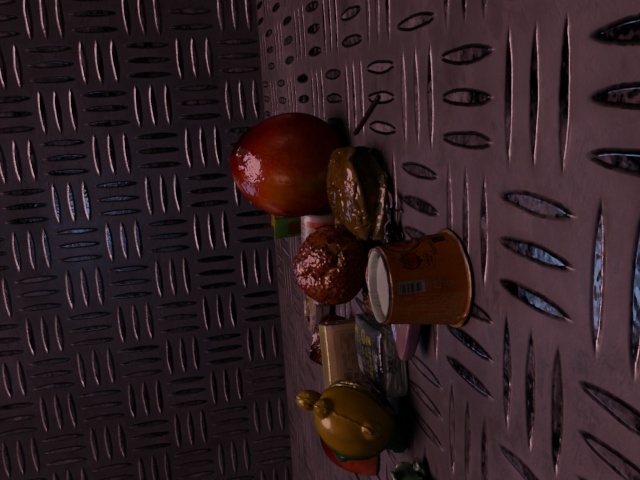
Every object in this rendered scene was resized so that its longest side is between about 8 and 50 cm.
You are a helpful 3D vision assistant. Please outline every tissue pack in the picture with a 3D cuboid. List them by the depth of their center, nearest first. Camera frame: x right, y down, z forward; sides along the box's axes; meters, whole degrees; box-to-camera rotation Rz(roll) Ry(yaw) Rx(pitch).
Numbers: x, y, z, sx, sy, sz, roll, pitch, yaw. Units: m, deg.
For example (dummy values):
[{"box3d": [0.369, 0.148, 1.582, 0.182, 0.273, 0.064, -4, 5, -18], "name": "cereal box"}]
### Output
[{"box3d": [0.168, 0.322, 1.851, 0.257, 0.081, 0.185, -156, 59, -76], "name": "tissue pack"}, {"box3d": [0.087, 0.372, 2.065, 0.125, 0.159, 0.234, 178, 85, -78], "name": "tissue pack"}]

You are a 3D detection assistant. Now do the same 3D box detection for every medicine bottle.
[{"box3d": [0.000, 0.000, 2.321, 0.144, 0.145, 0.251, -119, 24, -60], "name": "medicine bottle"}]

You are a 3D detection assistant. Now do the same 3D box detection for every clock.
[{"box3d": [-0.089, -0.145, 2.465, 0.106, 0.220, 0.255, 95, 164, -49], "name": "clock"}]

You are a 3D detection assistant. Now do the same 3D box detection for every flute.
[{"box3d": [0.129, -0.354, 1.840, 0.269, 0.014, 0.014, 130, 133, -74], "name": "flute"}]

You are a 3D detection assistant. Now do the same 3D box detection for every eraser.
[{"box3d": [0.219, 0.176, 1.595, 0.204, 0.059, 0.243, -161, 69, -76], "name": "eraser"}]

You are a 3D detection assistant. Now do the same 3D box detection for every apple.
[{"box3d": [0.084, 0.689, 2.243, 0.293, 0.163, 0.251, 164, 101, -79], "name": "apple"}]

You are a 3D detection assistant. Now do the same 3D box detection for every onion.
[{"box3d": [0.057, 0.345, 2.288, 0.218, 0.140, 0.195, -37, -44, -63], "name": "onion"}]

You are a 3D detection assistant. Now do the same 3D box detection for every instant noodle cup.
[{"box3d": [0.200, 0.088, 1.369, 0.216, 0.173, 0.215, 175, 90, -78], "name": "instant noodle cup"}]

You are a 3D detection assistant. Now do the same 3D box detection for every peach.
[{"box3d": [-0.111, -0.254, 2.155, 0.388, 0.389, 0.387, 174, 90, -78], "name": "peach"}]

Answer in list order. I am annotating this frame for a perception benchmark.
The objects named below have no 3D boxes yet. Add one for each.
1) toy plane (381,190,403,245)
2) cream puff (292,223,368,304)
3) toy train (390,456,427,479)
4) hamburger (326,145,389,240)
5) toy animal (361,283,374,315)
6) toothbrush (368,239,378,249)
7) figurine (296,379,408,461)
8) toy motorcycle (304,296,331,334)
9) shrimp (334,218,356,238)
[{"box3d": [0.184, -0.029, 1.676, 0.078, 0.054, 0.197, -101, 5, -63], "name": "toy plane"}, {"box3d": [0.026, 0.073, 1.877, 0.164, 0.240, 0.239, 8, -109, -57], "name": "cream puff"}, {"box3d": [0.257, 0.666, 1.631, 0.248, 0.101, 0.159, -136, 26, -72], "name": "toy train"}, {"box3d": [0.098, -0.133, 1.817, 0.285, 0.135, 0.265, -129, 37, -72], "name": "hamburger"}, {"box3d": [0.148, 0.144, 1.929, 0.275, 0.054, 0.149, -148, 55, -76], "name": "toy animal"}, {"box3d": [0.144, -0.013, 1.912, 0.297, 0.030, 0.030, -111, 10, -50], "name": "toothbrush"}, {"box3d": [0.093, 0.512, 1.812, 0.231, 0.324, 0.340, -65, -18, -13], "name": "figurine"}, {"box3d": [-0.017, 0.233, 2.593, 0.222, 0.108, 0.340, -112, 21, -50], "name": "toy motorcycle"}, {"box3d": [0.066, 0.029, 2.095, 0.233, 0.071, 0.364, 111, 162, -61], "name": "shrimp"}]
